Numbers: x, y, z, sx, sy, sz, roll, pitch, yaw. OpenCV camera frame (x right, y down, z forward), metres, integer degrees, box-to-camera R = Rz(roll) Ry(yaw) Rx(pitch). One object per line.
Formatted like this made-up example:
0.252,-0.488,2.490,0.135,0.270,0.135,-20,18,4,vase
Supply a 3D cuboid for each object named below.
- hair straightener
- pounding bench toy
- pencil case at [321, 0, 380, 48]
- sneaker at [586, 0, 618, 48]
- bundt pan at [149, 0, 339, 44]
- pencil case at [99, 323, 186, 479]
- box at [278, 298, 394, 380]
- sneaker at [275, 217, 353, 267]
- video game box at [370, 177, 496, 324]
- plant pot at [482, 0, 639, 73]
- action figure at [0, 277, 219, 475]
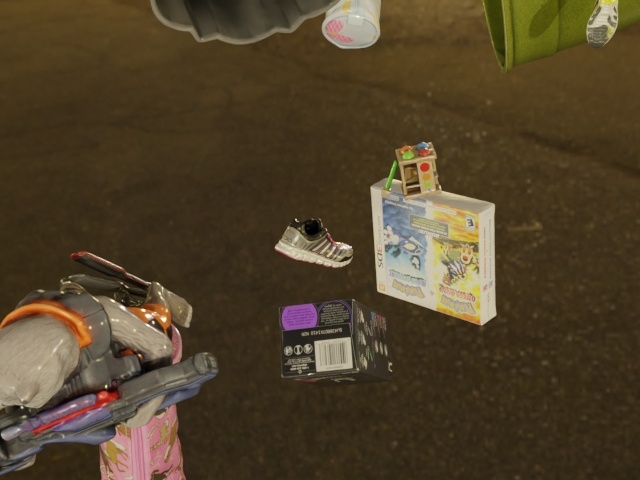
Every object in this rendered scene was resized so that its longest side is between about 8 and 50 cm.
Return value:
-0.347,0.097,1.876,0.047,0.230,0.089,-13,61,32,hair straightener
0.120,-0.097,1.494,0.083,0.065,0.052,-11,25,2,pounding bench toy
0.074,-0.507,2.086,0.113,0.273,0.124,18,-25,-20,pencil case
0.315,-0.251,1.186,0.031,0.083,0.035,16,3,11,sneaker
-0.083,-0.397,1.266,0.330,0.331,0.124,-15,55,-18,bundt pan
-0.297,0.295,1.747,0.167,0.386,0.160,26,42,26,pencil case
0.036,0.214,2.181,0.165,0.143,0.270,-7,-14,18,box
0.000,0.000,1.928,0.170,0.075,0.063,10,17,-39,sneaker
0.170,0.015,1.637,0.205,0.187,0.048,16,35,39,video game box
0.386,-0.437,1.424,0.353,0.366,0.366,-11,22,7,plant pot
-0.276,0.124,1.034,0.341,0.179,0.330,-23,-3,-3,action figure
